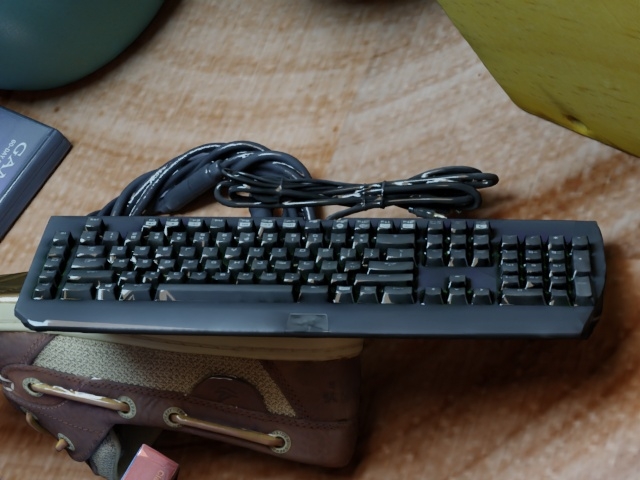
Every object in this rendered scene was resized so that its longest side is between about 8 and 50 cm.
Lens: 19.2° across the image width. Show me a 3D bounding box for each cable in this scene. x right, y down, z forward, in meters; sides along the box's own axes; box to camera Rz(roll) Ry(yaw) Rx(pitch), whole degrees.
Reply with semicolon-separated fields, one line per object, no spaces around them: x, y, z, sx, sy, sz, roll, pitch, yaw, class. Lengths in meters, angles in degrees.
-0.088;-0.007;1.242;0.184;0.047;0.150;20;70;44;cable

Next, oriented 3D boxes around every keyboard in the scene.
0.000;0.000;1.076;0.317;0.033;0.201;1;25;4;keyboard

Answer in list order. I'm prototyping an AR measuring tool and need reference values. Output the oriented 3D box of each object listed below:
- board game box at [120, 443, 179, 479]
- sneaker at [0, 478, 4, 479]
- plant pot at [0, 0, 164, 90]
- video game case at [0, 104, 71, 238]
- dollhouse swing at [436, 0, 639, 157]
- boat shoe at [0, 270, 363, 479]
-0.160;0.249;1.036;0.027;0.145;0.281;30;73;4;board game box
-0.311;0.222;1.158;0.282;0.102;0.161;-46;58;-4;sneaker
-0.242;-0.251;1.410;0.293;0.235;0.293;-19;49;23;plant pot
-0.331;-0.037;1.460;0.274;0.026;0.196;23;73;44;video game case
0.179;-0.261;1.029;0.315;0.347;0.305;28;75;45;dollhouse swing
-0.133;0.085;1.140;0.342;0.123;0.123;1;96;21;boat shoe
